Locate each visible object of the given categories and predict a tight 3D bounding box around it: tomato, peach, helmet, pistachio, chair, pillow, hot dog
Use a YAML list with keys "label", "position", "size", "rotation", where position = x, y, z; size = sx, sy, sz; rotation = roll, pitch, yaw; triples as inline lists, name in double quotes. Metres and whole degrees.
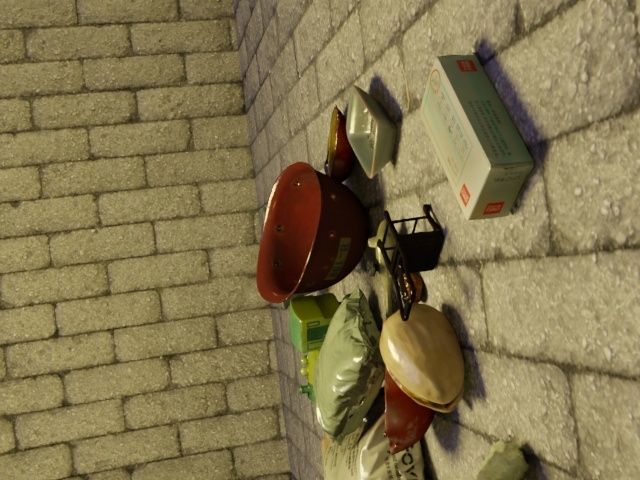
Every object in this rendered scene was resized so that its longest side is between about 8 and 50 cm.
- label: "tomato"
  position: [0.192, 0.340, 1.596]
  size: [0.199, 0.112, 0.228]
  rotation: [57, -149, -72]
- label: "peach"
  position: [0.056, -0.261, 2.016]
  size: [0.279, 0.068, 0.189]
  rotation: [102, 165, -59]
- label: "helmet"
  position: [0.001, -0.005, 1.974]
  size: [0.337, 0.230, 0.385]
  rotation: [52, 128, 54]
- label: "pistachio"
  position: [0.206, 0.233, 1.481]
  size: [0.157, 0.157, 0.229]
  rotation: [101, 151, -52]
- label: "chair"
  position: [0.192, 0.047, 1.491]
  size: [0.106, 0.113, 0.229]
  rotation: [97, 162, -47]
- label: "pillow"
  position: [0.068, 0.298, 1.790]
  size: [0.283, 0.138, 0.310]
  rotation: [-95, 19, -56]
- label: "hot dog"
  position: [0.204, 0.105, 1.645]
  size: [0.058, 0.035, 0.083]
  rotation: [96, 161, -44]

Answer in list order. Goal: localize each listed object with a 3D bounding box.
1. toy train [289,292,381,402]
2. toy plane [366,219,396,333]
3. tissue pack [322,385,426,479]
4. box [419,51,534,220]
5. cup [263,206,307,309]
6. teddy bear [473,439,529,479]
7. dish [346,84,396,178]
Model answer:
- label: "toy train"
  position: [0.034, 0.313, 2.029]
  size: [0.150, 0.237, 0.369]
  rotation: [-121, 28, -56]
- label: "toy plane"
  position: [0.158, 0.090, 1.739]
  size: [0.108, 0.092, 0.286]
  rotation: [-59, -34, -76]
- label: "tissue pack"
  position: [0.126, 0.570, 1.821]
  size: [0.390, 0.195, 0.375]
  rotation: [130, 137, -54]
- label: "box"
  position: [0.248, -0.176, 1.223]
  size: [0.135, 0.079, 0.269]
  rotation: [101, 158, -51]
- label: "cup"
  position: [-0.078, 0.046, 2.457]
  size: [0.347, 0.163, 0.347]
  rotation: [169, 90, -88]
- label: "teddy bear"
  position: [0.352, 0.552, 1.115]
  size: [0.362, 0.375, 0.327]
  rotation: [21, 127, 27]
- label: "dish"
  position: [0.118, -0.270, 1.753]
  size: [0.234, 0.064, 0.154]
  rotation: [-113, 21, -47]
